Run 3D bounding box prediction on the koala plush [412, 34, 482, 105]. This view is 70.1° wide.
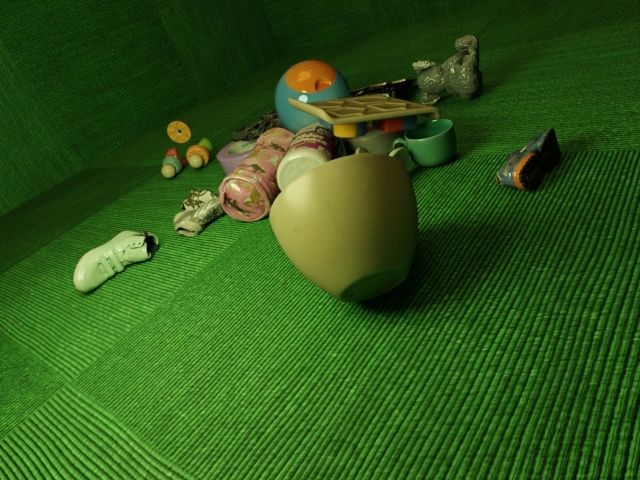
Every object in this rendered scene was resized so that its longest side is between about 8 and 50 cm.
[{"bbox_3d":[0.439,-0.573,1.593,0.222,0.196,0.203,-2,45,25],"label":"koala plush"}]

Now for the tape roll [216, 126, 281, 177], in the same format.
[{"bbox_3d":[-0.257,-0.340,1.770,0.275,0.090,0.274,-17,30,10],"label":"tape roll"}]

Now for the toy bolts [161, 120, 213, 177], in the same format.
[{"bbox_3d":[-0.619,-0.378,1.990,0.229,0.218,0.158,-30,31,24],"label":"toy bolts"}]

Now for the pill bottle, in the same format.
[{"bbox_3d":[-0.020,-0.247,1.374,0.170,0.169,0.301,-12,31,17],"label":"pill bottle"}]

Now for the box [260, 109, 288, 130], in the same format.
[{"bbox_3d":[-0.101,-0.569,2.054,0.308,0.076,0.242,-26,30,-6],"label":"box"}]

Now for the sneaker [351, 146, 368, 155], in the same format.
[{"bbox_3d":[0.098,-0.221,1.388,0.065,0.061,0.158,-33,15,43],"label":"sneaker"}]

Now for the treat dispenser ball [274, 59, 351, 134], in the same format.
[{"bbox_3d":[-0.029,-0.527,1.723,0.289,0.288,0.288,-17,30,10],"label":"treat dispenser ball"}]

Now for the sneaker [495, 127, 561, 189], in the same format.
[{"bbox_3d":[0.475,-0.191,1.045,0.221,0.083,0.087,-37,24,-30],"label":"sneaker"}]

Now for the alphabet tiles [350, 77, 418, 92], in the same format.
[{"bbox_3d":[0.254,-0.639,1.892,0.285,0.011,0.343,-3,17,31],"label":"alphabet tiles"}]

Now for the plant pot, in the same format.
[{"bbox_3d":[0.067,0.002,0.852,0.284,0.284,0.190,-21,64,2],"label":"plant pot"}]

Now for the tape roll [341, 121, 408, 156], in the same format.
[{"bbox_3d":[0.180,-0.348,1.506,0.220,0.072,0.219,-17,29,10],"label":"tape roll"}]

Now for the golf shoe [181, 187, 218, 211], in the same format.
[{"bbox_3d":[-0.400,-0.121,1.535,0.198,0.077,0.094,6,50,51],"label":"golf shoe"}]

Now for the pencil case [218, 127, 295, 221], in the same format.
[{"bbox_3d":[-0.178,-0.216,1.444,0.167,0.160,0.386,-17,29,27],"label":"pencil case"}]

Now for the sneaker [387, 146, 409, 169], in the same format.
[{"bbox_3d":[0.140,-0.171,1.213,0.121,0.079,0.216,7,50,42],"label":"sneaker"}]

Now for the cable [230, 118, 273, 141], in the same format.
[{"bbox_3d":[-0.258,-0.436,1.802,0.185,0.047,0.150,-8,27,28],"label":"cable"}]

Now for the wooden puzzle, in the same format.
[{"bbox_3d":[0.114,-0.360,1.310,0.348,0.080,0.322,-7,25,-19],"label":"wooden puzzle"}]

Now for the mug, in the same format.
[{"bbox_3d":[0.297,-0.263,1.260,0.129,0.097,0.158,-39,33,-26],"label":"mug"}]

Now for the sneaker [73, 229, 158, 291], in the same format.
[{"bbox_3d":[-0.594,0.053,1.346,0.151,0.094,0.255,-1,37,28],"label":"sneaker"}]

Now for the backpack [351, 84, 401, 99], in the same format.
[{"bbox_3d":[0.207,-0.522,1.726,0.182,0.115,0.152,-3,15,20],"label":"backpack"}]

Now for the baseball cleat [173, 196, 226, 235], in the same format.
[{"bbox_3d":[-0.360,-0.069,1.432,0.206,0.072,0.109,-22,45,5],"label":"baseball cleat"}]
